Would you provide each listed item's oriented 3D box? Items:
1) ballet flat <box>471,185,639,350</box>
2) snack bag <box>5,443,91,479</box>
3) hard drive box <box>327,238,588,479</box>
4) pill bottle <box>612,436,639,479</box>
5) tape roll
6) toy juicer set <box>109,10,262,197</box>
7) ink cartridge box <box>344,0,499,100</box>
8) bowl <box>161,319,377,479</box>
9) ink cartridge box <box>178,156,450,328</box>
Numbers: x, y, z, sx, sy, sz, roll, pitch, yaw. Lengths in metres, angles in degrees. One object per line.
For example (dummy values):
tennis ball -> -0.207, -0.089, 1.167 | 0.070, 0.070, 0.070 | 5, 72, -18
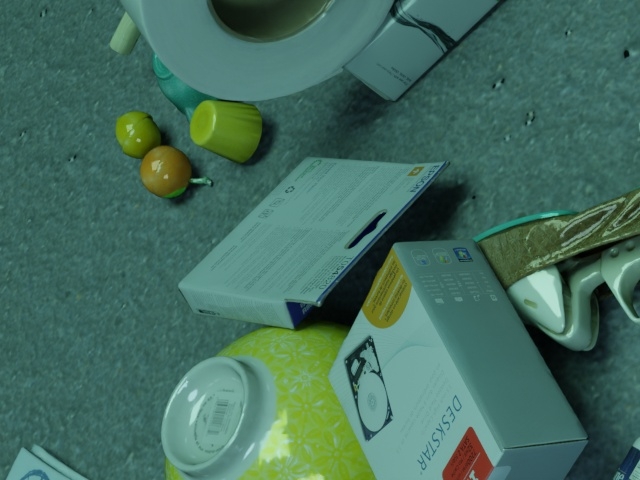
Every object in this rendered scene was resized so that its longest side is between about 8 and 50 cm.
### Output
ballet flat -> 0.254, 0.024, 1.569 | 0.342, 0.116, 0.124 | -20, 57, 31
snack bag -> -0.298, 0.409, 1.946 | 0.342, 0.037, 0.323 | 18, 80, 50
hard drive box -> 0.113, 0.143, 1.570 | 0.232, 0.089, 0.181 | 62, 142, 38
pill bottle -> 0.270, 0.199, 1.464 | 0.067, 0.067, 0.120 | 29, 88, 51
tape roll -> -0.061, -0.282, 1.811 | 0.286, 0.286, 0.100 | -49, 41, 11
toy juicer set -> -0.166, -0.194, 2.161 | 0.209, 0.089, 0.329 | -42, 49, 38
ink cartridge box -> 0.100, -0.274, 1.925 | 0.208, 0.087, 0.153 | -44, 42, 19
bowl -> -0.058, 0.190, 1.742 | 0.289, 0.156, 0.289 | -25, 49, 33
ink cartridge box -> 0.000, 0.000, 1.819 | 0.224, 0.045, 0.223 | 5, 43, 50
